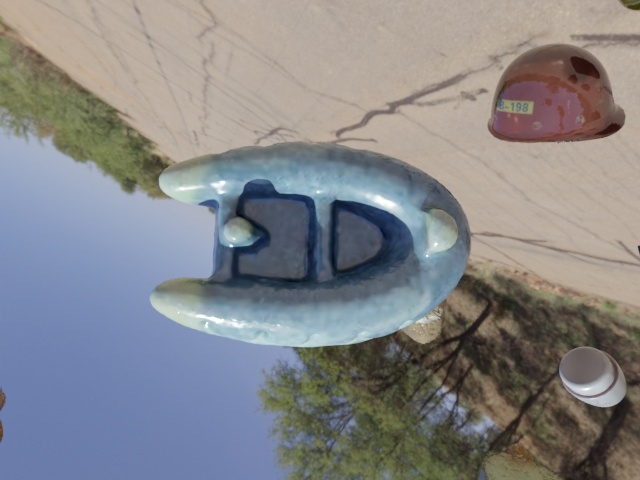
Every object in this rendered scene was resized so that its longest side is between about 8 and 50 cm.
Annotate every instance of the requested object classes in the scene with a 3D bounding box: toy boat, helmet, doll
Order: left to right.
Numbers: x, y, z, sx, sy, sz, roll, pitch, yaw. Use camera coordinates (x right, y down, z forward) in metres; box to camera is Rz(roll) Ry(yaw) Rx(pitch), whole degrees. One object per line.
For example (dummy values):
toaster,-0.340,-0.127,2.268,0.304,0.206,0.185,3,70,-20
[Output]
toy boat,0.000,0.000,0.433,0.331,0.214,0.123,5,169,-9
doll,0.243,0.184,1.033,0.106,0.114,0.221,-6,140,0
helmet,0.684,-0.455,1.265,0.385,0.338,0.229,46,158,56

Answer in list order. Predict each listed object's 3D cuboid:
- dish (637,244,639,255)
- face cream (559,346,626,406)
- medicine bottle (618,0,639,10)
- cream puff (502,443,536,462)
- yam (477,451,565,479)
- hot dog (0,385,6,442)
dish,0.914,0.005,1.020,0.221,0.263,0.108,50,165,5
face cream,0.597,0.300,0.939,0.104,0.117,0.117,40,175,-20
medicine bottle,0.953,-0.674,1.020,0.386,0.224,0.224,-4,180,-2
cream puff,0.605,0.687,1.311,0.122,0.115,0.094,-14,-145,-18
yam,0.292,0.488,0.643,0.168,0.303,0.168,6,-164,-2
hot dog,-0.342,0.187,0.393,0.045,0.165,0.071,30,-149,-44
